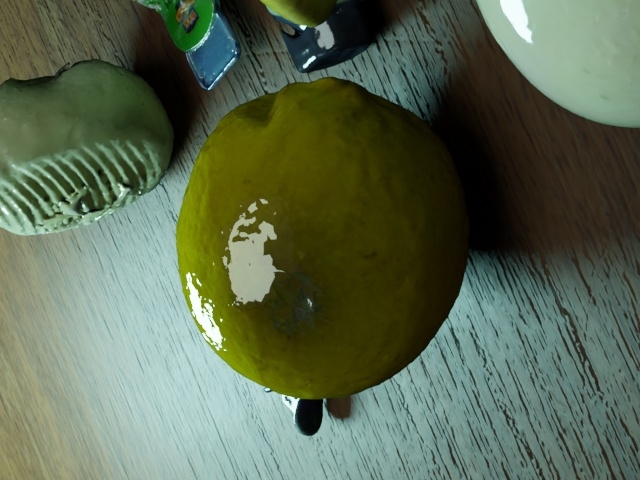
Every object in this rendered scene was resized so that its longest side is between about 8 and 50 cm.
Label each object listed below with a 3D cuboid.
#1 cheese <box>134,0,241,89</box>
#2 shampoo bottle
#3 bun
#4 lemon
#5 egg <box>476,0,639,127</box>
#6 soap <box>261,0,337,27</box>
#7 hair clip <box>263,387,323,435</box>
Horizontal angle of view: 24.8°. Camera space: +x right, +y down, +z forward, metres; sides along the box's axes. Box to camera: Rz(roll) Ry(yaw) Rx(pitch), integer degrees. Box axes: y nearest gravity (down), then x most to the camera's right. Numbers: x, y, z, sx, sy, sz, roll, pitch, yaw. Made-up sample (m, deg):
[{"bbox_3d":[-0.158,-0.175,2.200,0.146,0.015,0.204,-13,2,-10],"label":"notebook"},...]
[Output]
[{"bbox_3d":[-0.178,-0.320,1.607,0.204,0.083,0.320,-41,72,51],"label":"cheese"},{"bbox_3d":[-0.052,-0.343,1.447,0.134,0.078,0.359,-24,87,64],"label":"shampoo bottle"},{"bbox_3d":[-0.310,-0.116,1.734,0.168,0.273,0.273,63,143,20],"label":"bun"},{"bbox_3d":[0.001,0.000,1.374,0.297,0.297,0.297,26,125,43],"label":"lemon"},{"bbox_3d":[0.232,-0.228,0.979,0.283,0.283,0.345,44,142,30],"label":"egg"},{"bbox_3d":[-0.067,-0.390,1.242,0.115,0.306,0.427,-13,76,12],"label":"soap"},{"bbox_3d":[0.013,0.103,1.610,0.083,0.048,0.275,50,134,27],"label":"hair clip"}]
